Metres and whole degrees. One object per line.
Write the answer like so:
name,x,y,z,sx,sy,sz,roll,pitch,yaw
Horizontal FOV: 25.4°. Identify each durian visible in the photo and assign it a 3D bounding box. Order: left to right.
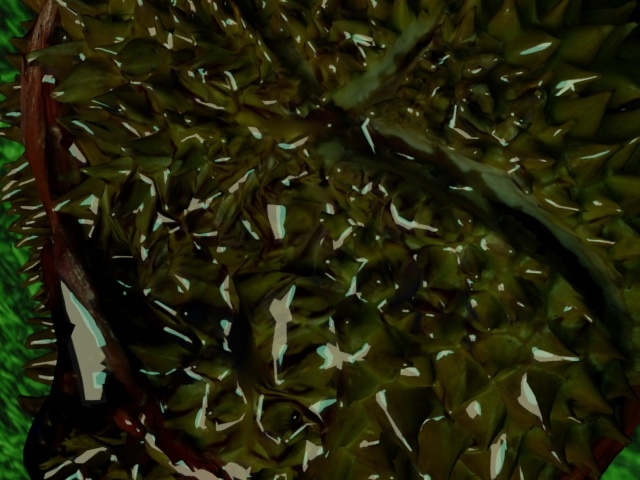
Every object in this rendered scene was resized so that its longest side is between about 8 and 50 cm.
durian,0.001,0.005,0.655,0.384,0.347,0.347,-26,94,47

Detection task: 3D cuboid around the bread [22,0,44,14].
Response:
bread,-0.200,-0.238,0.876,0.271,0.077,0.139,43,136,16
